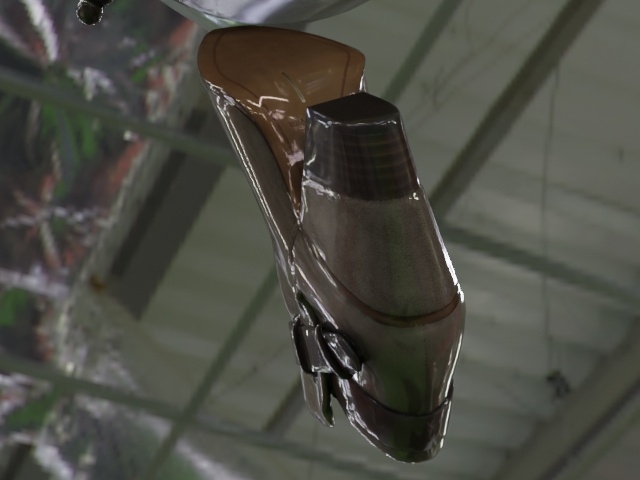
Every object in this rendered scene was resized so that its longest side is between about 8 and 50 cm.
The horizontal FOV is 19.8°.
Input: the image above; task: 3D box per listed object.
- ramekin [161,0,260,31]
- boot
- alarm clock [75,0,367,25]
[{"bbox_3d":[-0.096,-0.211,0.701,0.303,0.303,0.148,35,-88,-28],"label":"ramekin"},{"bbox_3d":[0.000,0.000,0.452,0.042,0.118,0.087,-12,-67,-15],"label":"boot"},{"bbox_3d":[0.008,-0.134,0.515,0.192,0.129,0.064,-17,1,-26],"label":"alarm clock"}]
